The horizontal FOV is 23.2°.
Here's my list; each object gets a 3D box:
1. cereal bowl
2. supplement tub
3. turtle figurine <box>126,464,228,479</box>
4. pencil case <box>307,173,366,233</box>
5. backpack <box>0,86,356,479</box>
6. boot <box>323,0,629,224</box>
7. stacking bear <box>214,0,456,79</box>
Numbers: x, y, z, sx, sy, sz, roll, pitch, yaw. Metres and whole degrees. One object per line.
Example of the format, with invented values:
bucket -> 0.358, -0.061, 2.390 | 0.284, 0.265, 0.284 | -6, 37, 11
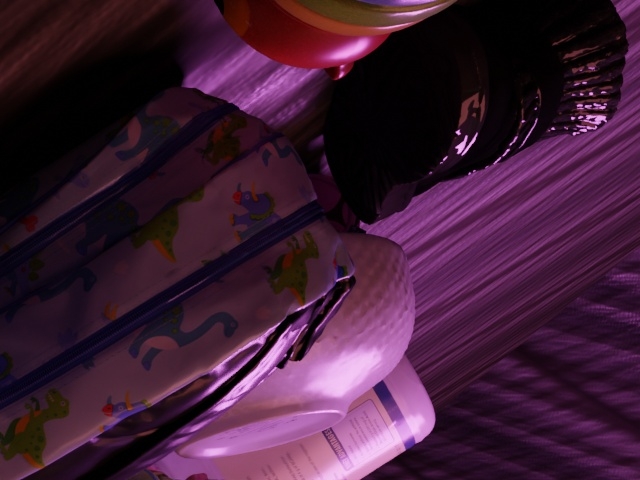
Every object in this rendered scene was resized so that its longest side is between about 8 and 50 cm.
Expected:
cereal bowl -> -0.069, 0.114, 1.444 | 0.339, 0.141, 0.339 | -13, 165, -3
supplement tub -> -0.062, 0.197, 1.740 | 0.325, 0.235, 0.235 | -32, 166, -5
turtle figurine -> -0.141, 0.311, 1.446 | 0.266, 0.275, 0.198 | 128, -16, -67
pencil case -> 0.000, 0.000, 1.531 | 0.098, 0.095, 0.209 | -52, 171, -10
backpack -> -0.152, 0.054, 1.082 | 0.355, 0.273, 0.290 | -17, 178, 15
boot -> 0.153, -0.141, 1.292 | 0.260, 0.131, 0.348 | -23, 174, -15
stacking bear -> 0.017, -0.179, 0.851 | 0.164, 0.175, 0.289 | -22, 172, -17
